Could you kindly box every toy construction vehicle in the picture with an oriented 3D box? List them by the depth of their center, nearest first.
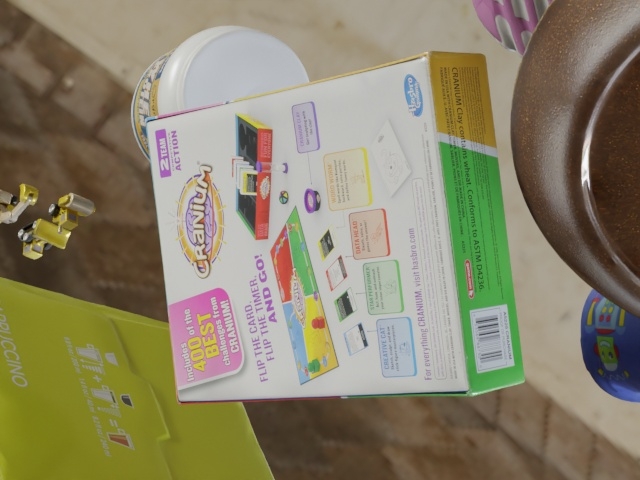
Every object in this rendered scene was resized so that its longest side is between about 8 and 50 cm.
[{"bbox_3d":[-0.242,-0.014,1.374,0.086,0.098,0.035,27,56,-36],"label":"toy construction vehicle"}]

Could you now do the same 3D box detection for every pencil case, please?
[{"bbox_3d":[0.324,0.069,1.246,0.133,0.306,0.119,-12,92,-23],"label":"pencil case"}]

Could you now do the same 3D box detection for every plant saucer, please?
[{"bbox_3d":[0.264,-0.052,0.949,0.311,0.310,0.050,34,33,-13],"label":"plant saucer"}]

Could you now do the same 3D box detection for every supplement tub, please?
[{"bbox_3d":[-0.096,-0.129,1.583,0.144,0.144,0.200,34,-11,-13],"label":"supplement tub"}]

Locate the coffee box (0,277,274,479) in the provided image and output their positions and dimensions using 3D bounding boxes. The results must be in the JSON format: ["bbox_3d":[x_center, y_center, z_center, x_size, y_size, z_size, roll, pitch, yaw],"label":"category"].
[{"bbox_3d":[-0.278,0.277,1.640,0.338,0.334,0.337,19,28,-35],"label":"coffee box"}]

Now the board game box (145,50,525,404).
[{"bbox_3d":[0.000,0.000,1.257,0.064,0.317,0.242,-6,90,-45],"label":"board game box"}]

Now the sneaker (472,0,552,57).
[{"bbox_3d":[0.214,-0.170,1.053,0.104,0.236,0.095,-45,130,-50],"label":"sneaker"}]
